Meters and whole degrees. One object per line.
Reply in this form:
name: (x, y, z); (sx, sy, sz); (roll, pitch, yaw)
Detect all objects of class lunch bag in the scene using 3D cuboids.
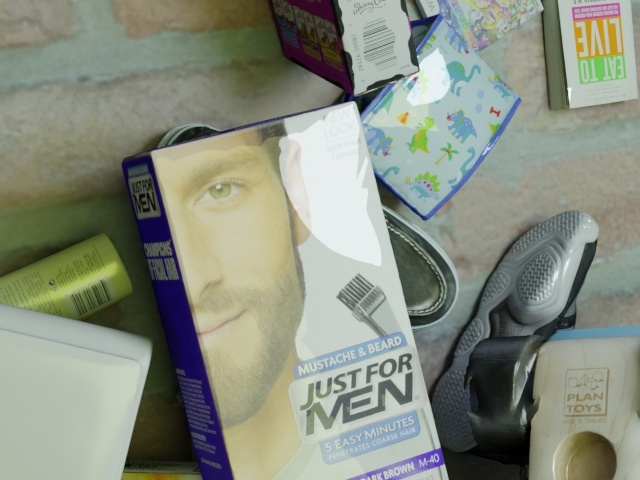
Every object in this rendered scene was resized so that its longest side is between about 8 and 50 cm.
lunch bag: (0.094, -0.114, 1.520); (0.129, 0.096, 0.151); (41, 68, -22)

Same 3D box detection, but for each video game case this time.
video game case: (0.156, -0.235, 1.580); (0.122, 0.011, 0.087); (-34, 112, -18)

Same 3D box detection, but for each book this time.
book: (0.273, -0.210, 1.631); (0.096, 0.035, 0.144); (-10, 97, -27)

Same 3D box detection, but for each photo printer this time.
photo printer: (-0.313, 0.167, 1.313); (0.307, 0.107, 0.256); (14, 95, -6)

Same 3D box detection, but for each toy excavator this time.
toy excavator: (0.328, 0.179, 1.504); (0.445, 0.222, 0.433); (33, 58, -53)

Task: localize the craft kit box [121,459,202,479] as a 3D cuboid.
craft kit box: (-0.168, 0.319, 1.417); (0.246, 0.061, 0.250); (3, 94, -6)

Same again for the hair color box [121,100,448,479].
hair color box: (-0.029, 0.070, 1.341); (0.185, 0.110, 0.339); (-16, 93, -19)

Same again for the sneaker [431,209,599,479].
sneaker: (0.227, 0.111, 1.603); (0.153, 0.101, 0.269); (32, 85, -26)

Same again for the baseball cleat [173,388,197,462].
baseball cleat: (-0.075, 0.194, 1.485); (0.109, 0.072, 0.206); (-10, 103, -30)

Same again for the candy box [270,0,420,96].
candy box: (0.002, -0.259, 1.402); (0.071, 0.159, 0.233); (-23, 118, -17)

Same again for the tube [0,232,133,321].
tube: (-0.281, 0.070, 1.390); (0.240, 0.070, 0.062); (-27, 149, -14)

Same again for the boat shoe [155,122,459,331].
boat shoe: (0.000, 0.000, 1.473); (0.335, 0.119, 0.121); (26, 84, -24)
